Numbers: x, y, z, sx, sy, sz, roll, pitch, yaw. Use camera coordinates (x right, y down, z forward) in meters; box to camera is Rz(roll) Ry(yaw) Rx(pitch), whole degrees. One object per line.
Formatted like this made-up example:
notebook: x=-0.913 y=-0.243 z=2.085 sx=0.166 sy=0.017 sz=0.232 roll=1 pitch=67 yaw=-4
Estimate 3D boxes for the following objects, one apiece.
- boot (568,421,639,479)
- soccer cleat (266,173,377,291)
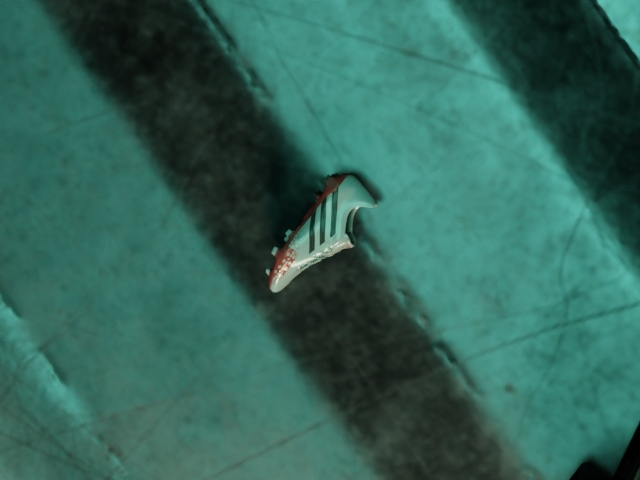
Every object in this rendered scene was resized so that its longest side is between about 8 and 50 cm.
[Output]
boot: x=0.257 y=0.168 z=1.054 sx=0.229 sy=0.091 sz=0.263 roll=37 pitch=113 yaw=0
soccer cleat: x=0.000 y=0.000 z=1.110 sx=0.035 sy=0.029 sz=0.083 roll=37 pitch=104 yaw=10
